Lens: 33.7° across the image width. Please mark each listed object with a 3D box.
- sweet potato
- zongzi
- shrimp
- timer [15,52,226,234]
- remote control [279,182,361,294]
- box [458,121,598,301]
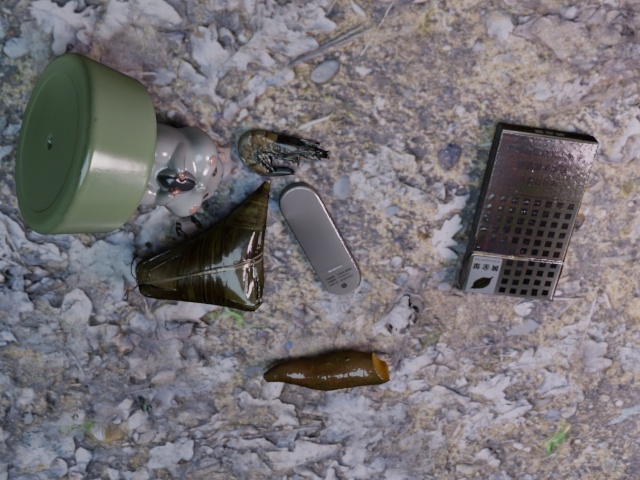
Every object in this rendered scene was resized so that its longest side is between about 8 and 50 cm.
[{"bbox_3d":[0.013,0.249,2.037,0.244,0.077,0.077,-3,118,9],"label":"sweet potato"},{"bbox_3d":[-0.216,-0.002,1.888,0.248,0.111,0.240,5,99,0],"label":"zongzi"},{"bbox_3d":[-0.065,-0.149,1.851,0.161,0.034,0.091,7,128,0],"label":"shrimp"},{"bbox_3d":[-0.302,-0.132,1.742,0.315,0.290,0.290,10,118,-35],"label":"timer"},{"bbox_3d":[0.000,0.000,1.933,0.077,0.022,0.245,-24,116,11],"label":"remote control"},{"bbox_3d":[0.373,-0.046,1.919,0.181,0.047,0.324,7,116,-6],"label":"box"}]
